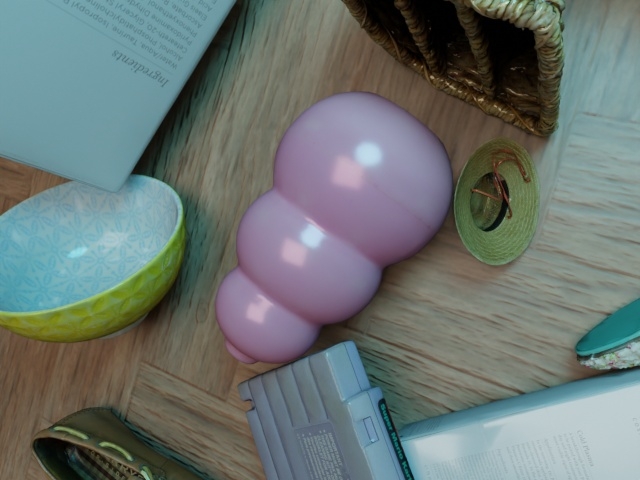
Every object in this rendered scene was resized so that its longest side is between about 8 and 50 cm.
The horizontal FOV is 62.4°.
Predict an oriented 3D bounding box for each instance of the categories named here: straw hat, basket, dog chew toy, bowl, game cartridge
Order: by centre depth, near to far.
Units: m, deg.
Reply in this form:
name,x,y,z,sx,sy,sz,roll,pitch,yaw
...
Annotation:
name,x,y,z,sx,sy,sz,roll,pitch,yaw
basket,0.125,-0.234,0.531,0.213,0.299,0.223,-1,86,22
dog chew toy,0.000,0.000,0.609,0.206,0.206,0.332,37,95,20
game cartridge,0.027,0.311,0.612,0.230,0.068,0.355,-32,74,45
straw hat,0.188,-0.045,0.619,0.061,0.144,0.145,6,88,60
bowl,-0.320,0.047,0.753,0.289,0.289,0.156,13,134,22

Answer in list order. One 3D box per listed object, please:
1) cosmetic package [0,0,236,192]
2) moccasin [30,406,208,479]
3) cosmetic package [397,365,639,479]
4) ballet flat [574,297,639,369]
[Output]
name,x,y,z,sx,sy,sz,roll,pitch,yaw
cosmetic package,-0.365,-0.340,0.691,0.329,0.327,0.394,41,102,33
moccasin,-0.244,0.363,0.723,0.380,0.147,0.139,33,99,21
cosmetic package,0.269,0.352,0.544,0.284,0.097,0.378,-22,79,22
ballet flat,0.376,0.069,0.528,0.241,0.091,0.077,-44,86,16
